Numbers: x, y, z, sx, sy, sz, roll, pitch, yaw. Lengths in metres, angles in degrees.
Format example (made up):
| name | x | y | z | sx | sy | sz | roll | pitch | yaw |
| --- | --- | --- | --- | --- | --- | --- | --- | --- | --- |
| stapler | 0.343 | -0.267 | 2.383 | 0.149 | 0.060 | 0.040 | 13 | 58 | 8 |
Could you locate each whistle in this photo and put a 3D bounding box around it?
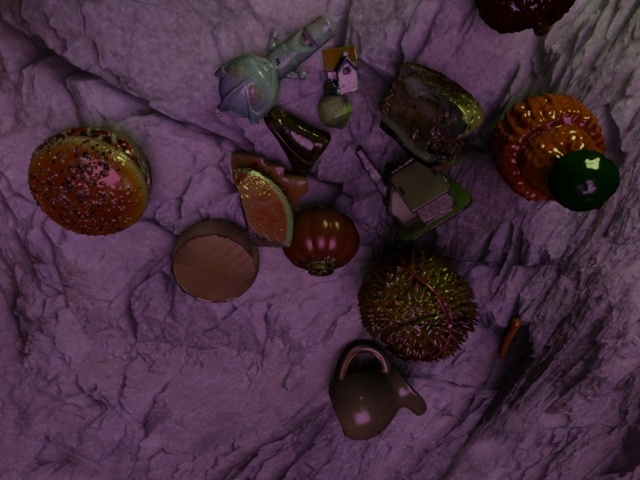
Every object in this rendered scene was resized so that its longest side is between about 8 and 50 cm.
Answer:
| name | x | y | z | sx | sy | sz | roll | pitch | yaw |
| --- | --- | --- | --- | --- | --- | --- | --- | --- | --- |
| whistle | -0.121 | -0.405 | 1.071 | 0.346 | 0.134 | 0.142 | -36 | 77 | 5 |

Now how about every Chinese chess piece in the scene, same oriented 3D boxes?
| name | x | y | z | sx | sy | sz | roll | pitch | yaw |
| --- | --- | --- | --- | --- | --- | --- | --- | --- | --- |
| Chinese chess piece | -0.310 | 0.064 | 1.334 | 0.257 | 0.104 | 0.257 | -2 | 121 | -3 |

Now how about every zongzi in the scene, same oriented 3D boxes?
| name | x | y | z | sx | sy | sz | roll | pitch | yaw |
| --- | --- | --- | --- | --- | --- | --- | --- | --- | --- |
| zongzi | -0.091 | -0.250 | 1.194 | 0.187 | 0.084 | 0.184 | 30 | 134 | -9 |

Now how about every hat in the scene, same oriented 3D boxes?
| name | x | y | z | sx | sy | sz | roll | pitch | yaw |
| --- | --- | --- | --- | --- | --- | --- | --- | --- | --- |
| hat | 0.609 | -0.193 | 1.091 | 0.285 | 0.400 | 0.285 | -4 | 119 | -7 |

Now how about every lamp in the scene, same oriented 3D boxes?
| name | x | y | z | sx | sy | sz | roll | pitch | yaw |
| --- | --- | --- | --- | --- | --- | --- | --- | --- | --- |
| lamp | 0.000 | 0.000 | 1.270 | 0.223 | 0.196 | 0.223 | 0 | 155 | 0 |

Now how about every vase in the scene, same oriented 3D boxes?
| name | x | y | z | sx | sy | sz | roll | pitch | yaw |
| --- | --- | --- | --- | --- | --- | --- | --- | --- | --- |
| vase | 0.179 | 0.515 | 1.595 | 0.302 | 0.241 | 0.329 | -20 | 94 | -6 |

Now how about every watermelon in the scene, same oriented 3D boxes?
| name | x | y | z | sx | sy | sz | roll | pitch | yaw |
| --- | --- | --- | --- | --- | --- | --- | --- | --- | --- |
| watermelon | -0.168 | -0.080 | 1.211 | 0.128 | 0.146 | 0.231 | -17 | 92 | -28 |

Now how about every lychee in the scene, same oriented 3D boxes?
| name | x | y | z | sx | sy | sz | roll | pitch | yaw |
| --- | --- | --- | --- | --- | --- | --- | --- | --- | --- |
| lychee | 0.445 | -0.572 | 0.959 | 0.236 | 0.236 | 0.271 | -7 | 96 | 0 |

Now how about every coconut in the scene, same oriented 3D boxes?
| name | x | y | z | sx | sy | sz | roll | pitch | yaw |
| --- | --- | --- | --- | --- | --- | --- | --- | --- | --- |
| coconut | 0.038 | -0.327 | 1.144 | 0.088 | 0.088 | 0.096 | -20 | 100 | 7 |

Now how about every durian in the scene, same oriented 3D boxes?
| name | x | y | z | sx | sy | sz | roll | pitch | yaw |
| --- | --- | --- | --- | --- | --- | --- | --- | --- | --- |
| durian | 0.280 | 0.191 | 1.318 | 0.347 | 0.347 | 0.384 | -44 | 152 | 20 |

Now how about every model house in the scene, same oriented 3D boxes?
| name | x | y | z | sx | sy | sz | roll | pitch | yaw |
| --- | --- | --- | --- | --- | --- | --- | --- | --- | --- |
| model house | 0.047 | -0.411 | 1.086 | 0.088 | 0.100 | 0.100 | -6 | 119 | 1 |
| model house | 0.235 | -0.174 | 1.199 | 0.218 | 0.205 | 0.278 | -32 | 110 | 13 |

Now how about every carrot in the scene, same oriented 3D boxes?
| name | x | y | z | sx | sy | sz | roll | pitch | yaw |
| --- | --- | --- | --- | --- | --- | --- | --- | --- | --- |
| carrot | 0.680 | 0.354 | 1.628 | 0.037 | 0.037 | 0.190 | 4 | 124 | -7 |

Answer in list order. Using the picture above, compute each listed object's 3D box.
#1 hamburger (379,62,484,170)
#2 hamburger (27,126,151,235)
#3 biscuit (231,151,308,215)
| name | x | y | z | sx | sy | sz | roll | pitch | yaw |
| --- | --- | --- | --- | --- | --- | --- | --- | --- | --- |
| hamburger | 0.277 | -0.301 | 1.090 | 0.192 | 0.288 | 0.167 | -8 | 138 | -37 |
| hamburger | -0.583 | -0.148 | 1.147 | 0.300 | 0.176 | 0.300 | -3 | 122 | -4 |
| biscuit | -0.155 | -0.150 | 1.236 | 0.212 | 0.041 | 0.239 | -33 | 114 | 33 |
